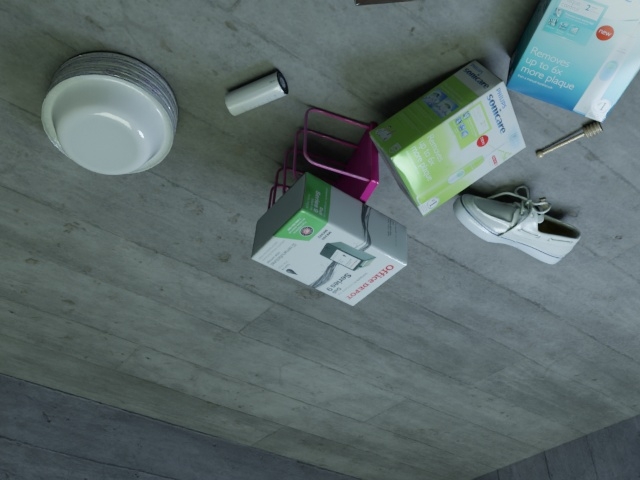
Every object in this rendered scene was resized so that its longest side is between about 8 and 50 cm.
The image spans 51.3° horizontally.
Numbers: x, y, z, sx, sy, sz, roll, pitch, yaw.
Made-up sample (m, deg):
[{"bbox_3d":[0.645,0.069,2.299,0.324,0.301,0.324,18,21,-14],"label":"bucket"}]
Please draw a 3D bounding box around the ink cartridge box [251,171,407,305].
[{"bbox_3d":[0.024,0.005,1.500,0.289,0.121,0.211,26,135,-23],"label":"ink cartridge box"}]

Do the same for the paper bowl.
[{"bbox_3d":[-0.466,-0.259,1.472,0.284,0.148,0.284,0,139,0],"label":"paper bowl"}]

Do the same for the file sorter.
[{"bbox_3d":[-0.004,-0.138,1.585,0.182,0.202,0.290,16,137,-15],"label":"file sorter"}]

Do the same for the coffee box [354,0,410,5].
[{"bbox_3d":[0.131,-0.567,1.134,0.168,0.119,0.297,-4,140,2],"label":"coffee box"}]

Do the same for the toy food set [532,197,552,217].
[{"bbox_3d":[0.591,-0.064,1.819,0.078,0.019,0.122,-17,137,19],"label":"toy food set"}]

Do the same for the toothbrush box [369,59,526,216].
[{"bbox_3d":[0.283,-0.223,1.476,0.283,0.122,0.206,-35,133,2],"label":"toothbrush box"}]

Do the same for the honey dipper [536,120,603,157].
[{"bbox_3d":[0.596,-0.239,1.604,0.161,0.030,0.030,-26,134,30],"label":"honey dipper"}]

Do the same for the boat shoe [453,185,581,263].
[{"bbox_3d":[0.528,-0.059,1.726,0.367,0.136,0.156,23,133,-18],"label":"boat shoe"}]

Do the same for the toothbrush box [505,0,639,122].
[{"bbox_3d":[0.523,-0.408,1.289,0.216,0.126,0.295,21,137,1],"label":"toothbrush box"}]

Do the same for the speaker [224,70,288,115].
[{"bbox_3d":[-0.142,-0.323,1.470,0.136,0.055,0.055,-18,137,20],"label":"speaker"}]
